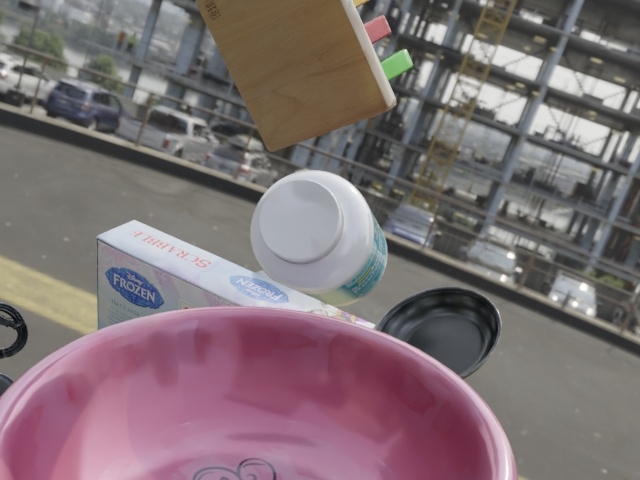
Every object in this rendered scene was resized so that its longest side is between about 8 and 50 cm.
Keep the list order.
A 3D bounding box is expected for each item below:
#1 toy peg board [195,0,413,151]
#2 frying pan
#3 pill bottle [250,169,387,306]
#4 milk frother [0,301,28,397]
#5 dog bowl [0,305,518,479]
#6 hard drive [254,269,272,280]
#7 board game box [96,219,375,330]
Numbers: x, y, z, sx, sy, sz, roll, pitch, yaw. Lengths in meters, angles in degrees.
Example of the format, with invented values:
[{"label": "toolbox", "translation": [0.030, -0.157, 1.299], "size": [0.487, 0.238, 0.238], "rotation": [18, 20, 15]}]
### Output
[{"label": "toy peg board", "translation": [-0.008, -0.184, 0.709], "size": [0.161, 0.160, 0.079], "rotation": [-12, 19, 46]}, {"label": "frying pan", "translation": [0.170, 0.188, 1.121], "size": [0.197, 0.053, 0.326], "rotation": [-12, 38, 16]}, {"label": "pill bottle", "translation": [0.000, 0.000, 0.960], "size": [0.146, 0.146, 0.264], "rotation": [23, -4, 13]}, {"label": "milk frother", "translation": [-0.392, 0.149, 0.910], "size": [0.135, 0.143, 0.129], "rotation": [11, -2, 43]}, {"label": "dog bowl", "translation": [-0.050, 0.183, 0.527], "size": [0.408, 0.150, 0.408], "rotation": [5, 22, -2]}, {"label": "hard drive", "translation": [-0.179, 0.102, 1.389], "size": [0.172, 0.054, 0.255], "rotation": [-15, 1, 11]}, {"label": "board game box", "translation": [-0.112, 0.175, 0.866], "size": [0.319, 0.318, 0.066], "rotation": [22, 31, 24]}]
